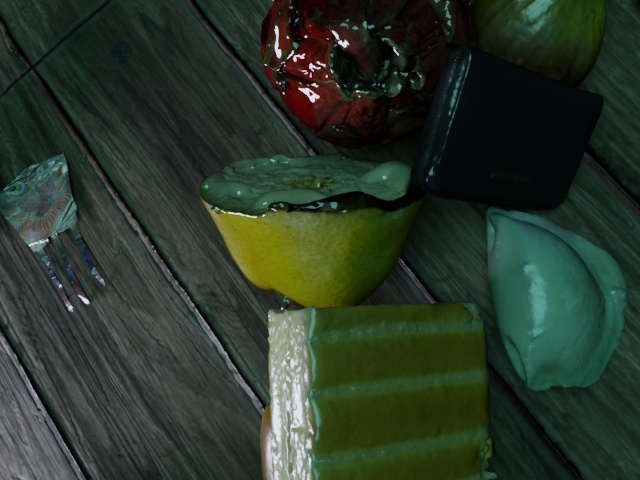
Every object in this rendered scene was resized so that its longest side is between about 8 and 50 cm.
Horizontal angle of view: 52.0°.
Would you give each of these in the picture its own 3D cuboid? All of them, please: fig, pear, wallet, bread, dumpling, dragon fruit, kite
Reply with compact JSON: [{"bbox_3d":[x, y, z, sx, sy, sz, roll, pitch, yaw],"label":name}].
[{"bbox_3d":[0.269,-0.271,0.727,0.230,0.143,0.160,-49,68,26],"label":"fig"},{"bbox_3d":[-0.001,-0.001,0.755,0.267,0.267,0.178,-1,113,13],"label":"pear"},{"bbox_3d":[0.204,-0.105,0.686,0.044,0.250,0.149,33,111,47],"label":"wallet"},{"bbox_3d":[0.071,0.183,0.675,0.111,0.246,0.239,-10,81,57],"label":"bread"},{"bbox_3d":[0.251,0.056,0.725,0.105,0.149,0.216,-35,63,46],"label":"dumpling"},{"bbox_3d":[0.046,-0.219,0.713,0.245,0.299,0.244,3,110,10],"label":"dragon fruit"},{"bbox_3d":[-0.369,-0.014,0.918,0.127,0.016,0.229,-37,74,9],"label":"kite"}]

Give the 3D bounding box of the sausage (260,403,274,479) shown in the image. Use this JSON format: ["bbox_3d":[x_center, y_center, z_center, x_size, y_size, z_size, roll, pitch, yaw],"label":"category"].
[{"bbox_3d":[-0.002,0.339,0.730,0.112,0.112,0.328,-8,82,12],"label":"sausage"}]
